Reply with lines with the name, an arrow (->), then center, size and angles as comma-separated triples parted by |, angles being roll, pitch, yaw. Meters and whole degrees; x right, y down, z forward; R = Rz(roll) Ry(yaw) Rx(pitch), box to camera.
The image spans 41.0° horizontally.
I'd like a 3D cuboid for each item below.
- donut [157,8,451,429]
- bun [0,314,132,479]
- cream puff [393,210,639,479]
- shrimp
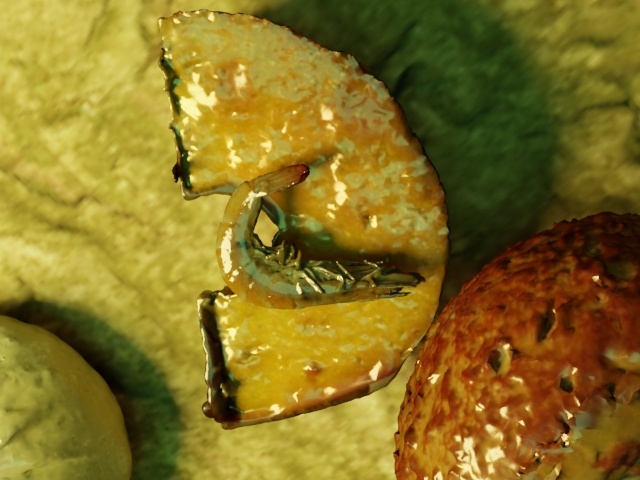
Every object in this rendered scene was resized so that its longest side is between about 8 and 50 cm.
donut -> 0.001, -0.009, 0.508 | 0.152, 0.101, 0.259 | 0, 109, 9
bun -> -0.239, 0.163, 0.599 | 0.222, 0.127, 0.222 | 4, 114, 9
cream puff -> 0.146, 0.087, 0.473 | 0.240, 0.164, 0.240 | -12, 132, -14
shrimp -> 0.000, 0.000, 0.455 | 0.114, 0.023, 0.083 | 4, 111, 5
